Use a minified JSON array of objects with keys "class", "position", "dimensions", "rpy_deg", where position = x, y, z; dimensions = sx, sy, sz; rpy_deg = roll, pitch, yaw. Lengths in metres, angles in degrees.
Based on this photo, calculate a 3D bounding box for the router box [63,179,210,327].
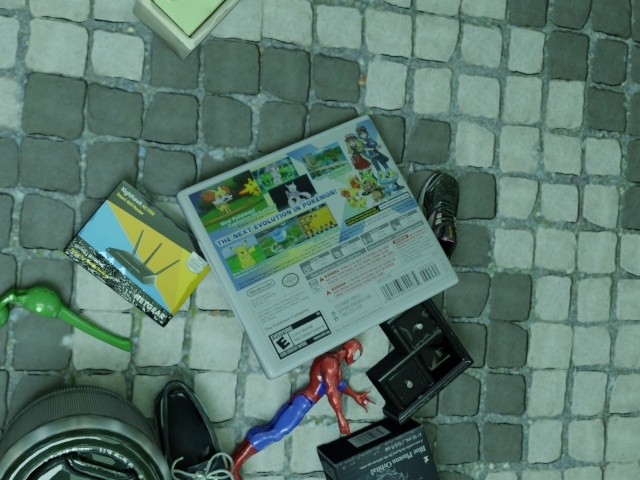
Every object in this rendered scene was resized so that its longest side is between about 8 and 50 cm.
[{"class":"router box","position":[-0.257,0.019,1.187],"dimensions":[0.179,0.046,0.133],"rpy_deg":[40,79,-15]}]

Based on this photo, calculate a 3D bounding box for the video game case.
[{"class":"video game case","position":[0.000,0.000,1.219],"dimensions":[0.329,0.036,0.299],"rpy_deg":[-25,82,-19]}]

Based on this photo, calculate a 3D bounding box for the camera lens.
[{"class":"camera lens","position":[-0.311,0.310,1.061],"dimensions":[0.220,0.274,0.219],"rpy_deg":[-1,92,-17]}]

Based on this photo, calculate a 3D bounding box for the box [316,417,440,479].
[{"class":"box","position":[0.098,0.377,1.290],"dimensions":[0.156,0.093,0.158],"rpy_deg":[-20,99,-16]}]

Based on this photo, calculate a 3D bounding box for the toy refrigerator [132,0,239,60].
[{"class":"toy refrigerator","position":[-0.139,-0.396,1.185],"dimensions":[0.102,0.094,0.269],"rpy_deg":[44,80,-15]}]

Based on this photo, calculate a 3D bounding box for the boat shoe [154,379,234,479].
[{"class":"boat shoe","position":[-0.171,0.317,1.153],"dimensions":[0.095,0.079,0.254],"rpy_deg":[-11,65,-16]}]

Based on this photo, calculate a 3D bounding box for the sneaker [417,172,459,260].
[{"class":"sneaker","position":[0.195,-0.018,1.314],"dimensions":[0.072,0.077,0.178],"rpy_deg":[8,89,-19]}]

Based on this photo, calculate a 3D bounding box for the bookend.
[{"class":"bookend","position":[0.131,0.175,1.303],"dimensions":[0.156,0.072,0.157],"rpy_deg":[-37,102,-13]}]

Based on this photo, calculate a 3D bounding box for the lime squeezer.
[{"class":"lime squeezer","position":[-0.425,0.116,1.144],"dimensions":[0.311,0.059,0.109],"rpy_deg":[-5,124,-19]}]

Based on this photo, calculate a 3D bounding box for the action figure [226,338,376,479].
[{"class":"action figure","position":[-0.010,0.279,1.253],"dimensions":[0.139,0.091,0.280],"rpy_deg":[42,81,-6]}]
